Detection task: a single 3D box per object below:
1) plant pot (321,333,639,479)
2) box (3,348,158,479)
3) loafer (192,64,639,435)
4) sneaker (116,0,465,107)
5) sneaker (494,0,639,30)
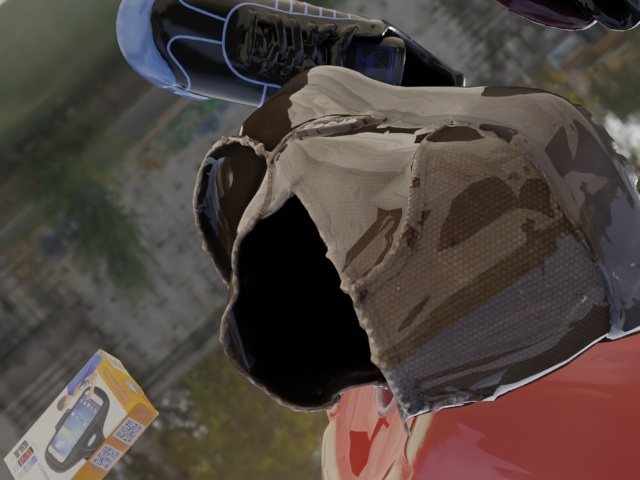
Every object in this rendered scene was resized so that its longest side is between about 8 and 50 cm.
[{"bbox_3d":[0.147,0.118,0.932,0.275,0.243,0.275,-164,-90,-73],"label":"plant pot"},{"bbox_3d":[-0.194,0.160,1.114,0.136,0.028,0.081,-48,-138,0],"label":"box"},{"bbox_3d":[0.000,0.000,0.635,0.130,0.134,0.366,-30,-170,-17],"label":"loafer"},{"bbox_3d":[-0.011,-0.117,0.882,0.090,0.232,0.081,1,-95,49],"label":"sneaker"},{"bbox_3d":[0.151,-0.188,0.771,0.281,0.162,0.106,-21,161,-31],"label":"sneaker"}]
